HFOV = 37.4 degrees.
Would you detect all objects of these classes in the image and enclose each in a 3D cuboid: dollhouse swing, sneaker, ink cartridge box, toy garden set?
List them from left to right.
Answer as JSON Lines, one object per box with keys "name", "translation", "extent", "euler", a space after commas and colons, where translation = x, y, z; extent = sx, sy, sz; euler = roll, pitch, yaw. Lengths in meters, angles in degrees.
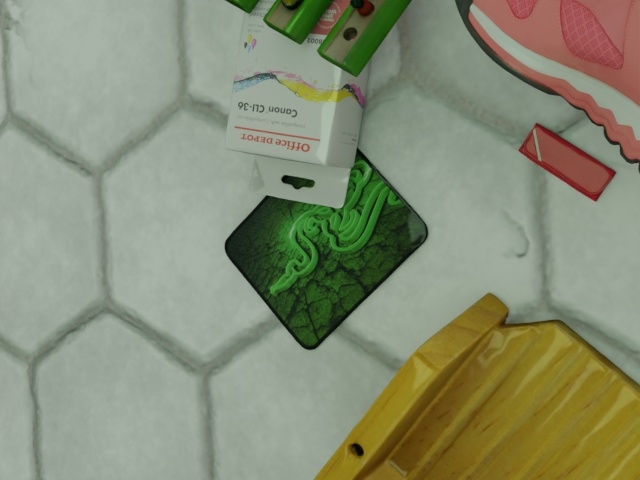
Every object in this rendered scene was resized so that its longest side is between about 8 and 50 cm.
{"name": "ink cartridge box", "translation": [-0.022, -0.136, 0.914], "extent": [0.115, 0.067, 0.198], "euler": [11, 96, 24]}
{"name": "toy garden set", "translation": [-0.008, -0.294, 0.861], "extent": [0.244, 0.049, 0.203], "euler": [35, 89, 26]}
{"name": "dollhouse swing", "translation": [0.140, 0.269, 0.745], "extent": [0.347, 0.305, 0.315], "euler": [42, 111, 19]}
{"name": "sneaker", "translation": [0.245, -0.159, 0.740], "extent": [0.314, 0.116, 0.136], "euler": [44, 123, 24]}

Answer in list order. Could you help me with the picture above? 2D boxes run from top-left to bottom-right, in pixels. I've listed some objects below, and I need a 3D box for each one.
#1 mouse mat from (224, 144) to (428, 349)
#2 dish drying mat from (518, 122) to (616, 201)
{"name": "mouse mat", "translation": [0.000, 0.000, 0.956], "extent": [0.189, 0.007, 0.152], "euler": [-46, 75, 21]}
{"name": "dish drying mat", "translation": [0.218, -0.070, 0.842], "extent": [0.083, 0.008, 0.032], "euler": [37, 108, 19]}
